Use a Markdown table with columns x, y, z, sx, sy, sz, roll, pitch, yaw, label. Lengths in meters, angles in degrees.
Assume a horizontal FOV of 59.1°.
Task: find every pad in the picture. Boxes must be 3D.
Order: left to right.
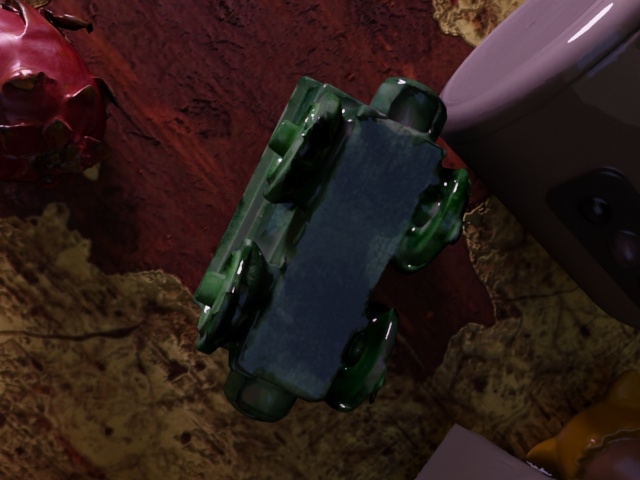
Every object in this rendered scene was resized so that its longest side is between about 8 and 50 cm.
| x | y | z | sx | sy | sz | roll | pitch | yaw | label |
| --- | --- | --- | --- | --- | --- | --- | --- | --- | --- |
| 0.146 | 0.305 | 0.568 | 0.156 | 0.004 | 0.232 | 28 | 108 | 7 | pad |

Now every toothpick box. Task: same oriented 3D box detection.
| x | y | z | sx | sy | sz | roll | pitch | yaw | label |
| --- | --- | --- | --- | --- | --- | --- | --- | --- | --- |
| 0.263 | -0.051 | 0.460 | 0.229 | 0.229 | 0.316 | -45 | 103 | 1 | toothpick box |

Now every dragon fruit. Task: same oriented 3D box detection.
| x | y | z | sx | sy | sz | roll | pitch | yaw | label |
| --- | --- | --- | --- | --- | --- | --- | --- | --- | --- |
| -0.236 | -0.112 | 0.431 | 0.166 | 0.136 | 0.133 | 50 | 134 | -8 | dragon fruit |

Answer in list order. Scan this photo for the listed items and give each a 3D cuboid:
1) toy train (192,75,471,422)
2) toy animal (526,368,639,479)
| x | y | z | sx | sy | sz | roll | pitch | yaw | label |
| --- | --- | --- | --- | --- | --- | --- | --- | --- | --- |
| 0.000 | 0.000 | 0.441 | 0.145 | 0.202 | 0.266 | 26 | 96 | -12 | toy train |
| 0.345 | 0.252 | 0.574 | 0.229 | 0.156 | 0.156 | 40 | 92 | -3 | toy animal |
